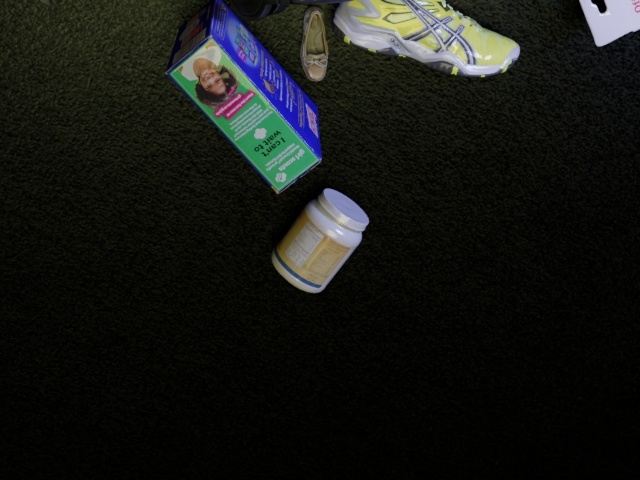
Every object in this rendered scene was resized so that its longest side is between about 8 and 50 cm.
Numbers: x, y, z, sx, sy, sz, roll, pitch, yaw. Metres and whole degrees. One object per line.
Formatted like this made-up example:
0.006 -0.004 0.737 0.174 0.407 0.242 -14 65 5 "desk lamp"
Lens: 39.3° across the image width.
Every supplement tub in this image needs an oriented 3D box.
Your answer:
0.000 0.000 1.968 0.144 0.144 0.199 30 111 -19 "supplement tub"

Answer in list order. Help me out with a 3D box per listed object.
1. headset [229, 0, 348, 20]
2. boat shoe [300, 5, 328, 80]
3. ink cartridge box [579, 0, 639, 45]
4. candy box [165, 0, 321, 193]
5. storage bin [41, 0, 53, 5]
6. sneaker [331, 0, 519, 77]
-0.099 -0.514 1.646 0.394 0.243 0.185 7 117 16 "headset"
-0.011 -0.394 1.812 0.056 0.048 0.153 0 118 -6 "boat shoe"
0.653 -0.556 1.752 0.353 0.119 0.207 -27 118 7 "ink cartridge box"
-0.140 -0.286 1.732 0.122 0.268 0.317 -37 115 17 "candy box"
-0.541 -0.518 1.678 0.135 0.098 0.091 32 83 -19 "storage bin"
0.222 -0.426 1.766 0.385 0.145 0.147 10 116 -13 "sneaker"
